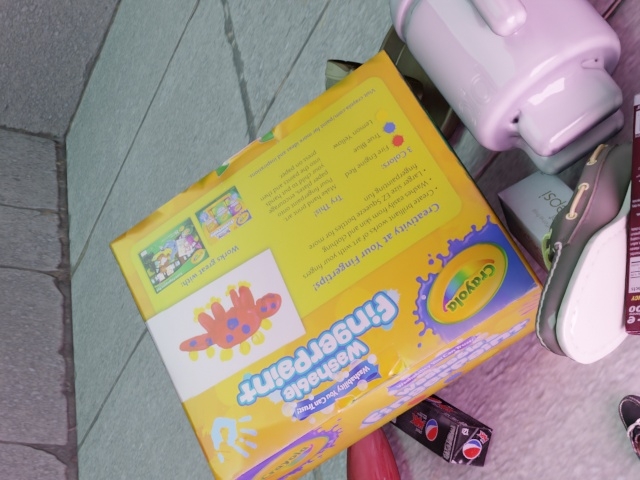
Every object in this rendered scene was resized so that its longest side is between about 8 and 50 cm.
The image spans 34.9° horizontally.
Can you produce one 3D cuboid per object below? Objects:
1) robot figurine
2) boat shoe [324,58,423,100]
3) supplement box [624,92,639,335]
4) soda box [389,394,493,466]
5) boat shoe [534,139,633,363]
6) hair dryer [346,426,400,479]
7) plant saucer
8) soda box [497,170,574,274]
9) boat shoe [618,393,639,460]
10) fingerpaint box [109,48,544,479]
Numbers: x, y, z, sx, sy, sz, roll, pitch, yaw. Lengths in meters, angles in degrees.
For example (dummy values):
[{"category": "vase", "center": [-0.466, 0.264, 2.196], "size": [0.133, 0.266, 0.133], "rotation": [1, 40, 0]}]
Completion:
[{"category": "robot figurine", "center": [0.216, -0.250, 1.221], "size": [0.199, 0.300, 0.353], "rotation": [-34, 68, 4]}, {"category": "boat shoe", "center": [0.074, -0.217, 1.583], "size": [0.302, 0.109, 0.098], "rotation": [-138, 56, -66]}, {"category": "supplement box", "center": [0.369, -0.022, 0.986], "size": [0.073, 0.130, 0.239], "rotation": [-11, 72, 60]}, {"category": "soda box", "center": [0.159, 0.250, 1.378], "size": [0.169, 0.060, 0.053], "rotation": [24, 101, 64]}, {"category": "boat shoe", "center": [0.283, 0.004, 1.036], "size": [0.091, 0.109, 0.305], "rotation": [-1, 41, 43]}, {"category": "hair dryer", "center": [0.048, 0.395, 1.522], "size": [0.223, 0.080, 0.294], "rotation": [6, 86, 64]}, {"category": "plant saucer", "center": [0.156, -0.243, 1.586], "size": [0.278, 0.041, 0.278], "rotation": [-32, 53, 55]}, {"category": "soda box", "center": [0.289, 0.005, 1.172], "size": [0.069, 0.074, 0.216], "rotation": [63, 178, -37]}, {"category": "boat shoe", "center": [0.342, 0.207, 1.059], "size": [0.046, 0.038, 0.125], "rotation": [-61, 32, 32]}, {"category": "fingerpaint box", "center": [0.009, 0.047, 1.291], "size": [0.444, 0.163, 0.371], "rotation": [-35, 65, 10]}]
